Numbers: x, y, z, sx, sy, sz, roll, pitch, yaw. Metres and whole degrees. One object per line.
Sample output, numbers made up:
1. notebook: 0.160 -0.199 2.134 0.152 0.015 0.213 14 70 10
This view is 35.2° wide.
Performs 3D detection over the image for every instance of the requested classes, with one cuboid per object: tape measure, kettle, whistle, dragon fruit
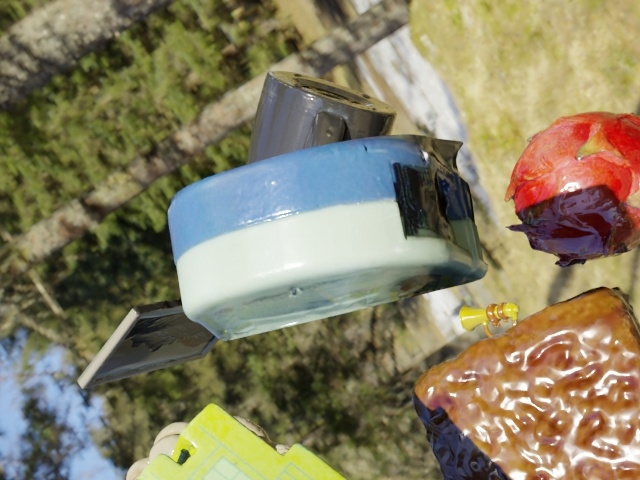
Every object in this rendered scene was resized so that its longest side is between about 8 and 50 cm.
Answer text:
1. tape measure: 0.001 0.001 0.904 0.262 0.259 0.138 -1 -104 -71
2. kettle: -0.024 -0.089 1.524 0.208 0.290 0.268 17 -166 -7
3. whistle: 0.287 0.133 1.697 0.109 0.057 0.046 -10 139 47
4. dragon fruit: 0.405 -0.081 1.494 0.252 0.241 0.241 -1 138 32

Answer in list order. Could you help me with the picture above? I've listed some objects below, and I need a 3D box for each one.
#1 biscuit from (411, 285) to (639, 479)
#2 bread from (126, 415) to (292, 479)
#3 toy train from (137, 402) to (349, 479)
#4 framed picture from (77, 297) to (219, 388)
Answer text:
1. biscuit: 0.324 0.287 1.325 0.166 0.343 0.394 31 -148 -64
2. bread: -0.182 0.393 1.719 0.102 0.338 0.183 -80 -22 -62
3. toy train: -0.038 0.360 0.996 0.442 0.272 0.179 36 136 12
4. framed picture: -0.236 0.148 1.598 0.265 0.192 0.018 -8 -125 -50
